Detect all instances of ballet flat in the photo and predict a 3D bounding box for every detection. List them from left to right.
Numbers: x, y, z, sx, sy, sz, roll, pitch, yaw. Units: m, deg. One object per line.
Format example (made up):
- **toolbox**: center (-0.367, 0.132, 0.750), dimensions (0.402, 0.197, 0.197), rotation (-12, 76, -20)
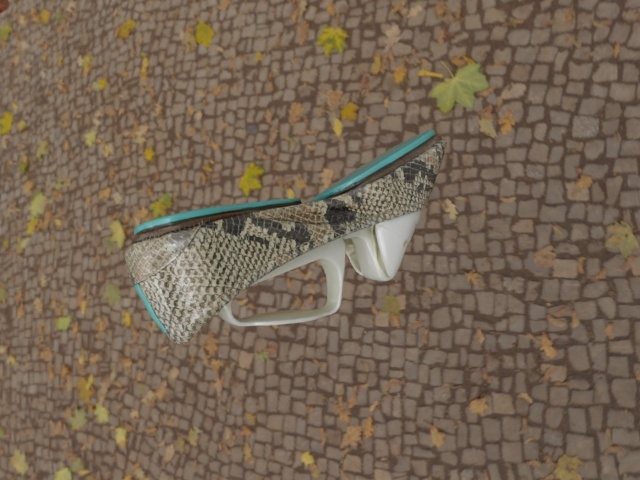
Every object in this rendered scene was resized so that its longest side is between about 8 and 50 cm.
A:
- **ballet flat**: center (0.000, 0.000, 0.731), dimensions (0.164, 0.482, 0.182), rotation (-19, 93, 58)

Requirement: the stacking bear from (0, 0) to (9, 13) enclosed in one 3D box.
- **stacking bear**: center (-0.597, -0.432, 0.766), dimensions (0.175, 0.289, 0.164), rotation (-33, 21, -14)
